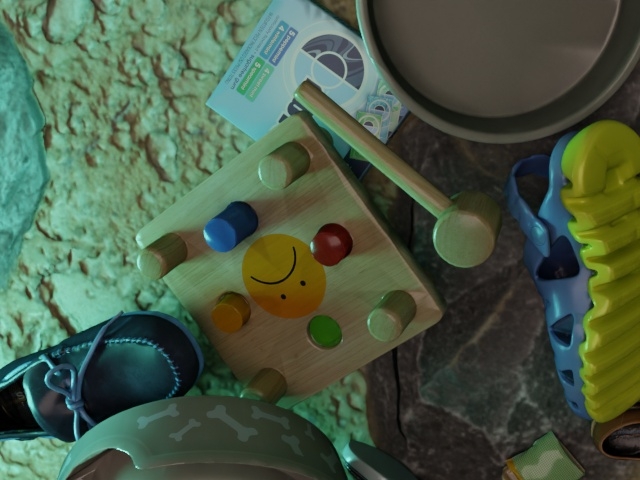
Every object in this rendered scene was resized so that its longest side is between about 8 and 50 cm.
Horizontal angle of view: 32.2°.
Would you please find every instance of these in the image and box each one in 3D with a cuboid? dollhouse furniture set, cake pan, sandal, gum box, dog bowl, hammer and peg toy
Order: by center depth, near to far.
[{"bbox_3d":[0.177,-0.242,1.074,0.293,0.054,0.293,-1,105,-4],"label":"cake pan"},{"bbox_3d":[0.265,0.030,1.121,0.138,0.126,0.317,13,115,54],"label":"sandal"},{"bbox_3d":[0.000,0.000,1.128,0.361,0.127,0.266,-35,94,29],"label":"hammer and peg toy"},{"bbox_3d":[-0.004,-0.156,1.177,0.184,0.041,0.157,37,107,3],"label":"gum box"},{"bbox_3d":[-0.125,0.295,1.177,0.349,0.102,0.348,-3,134,-3],"label":"dog bowl"},{"bbox_3d":[0.264,0.289,1.189,0.076,0.058,0.151,-40,90,16],"label":"dollhouse furniture set"}]

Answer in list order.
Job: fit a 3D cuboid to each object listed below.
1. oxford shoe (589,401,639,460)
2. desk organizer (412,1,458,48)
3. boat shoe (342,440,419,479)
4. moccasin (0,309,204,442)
[{"bbox_3d":[0.386,0.195,1.136,0.212,0.076,0.076,-14,95,14],"label":"oxford shoe"},{"bbox_3d":[0.110,-0.261,1.126,0.047,0.050,0.130,-26,94,17],"label":"desk organizer"},{"bbox_3d":[0.085,0.306,1.231,0.183,0.065,0.083,36,105,3],"label":"boat shoe"},{"bbox_3d":[-0.267,0.176,1.212,0.342,0.117,0.137,-25,98,38],"label":"moccasin"}]
